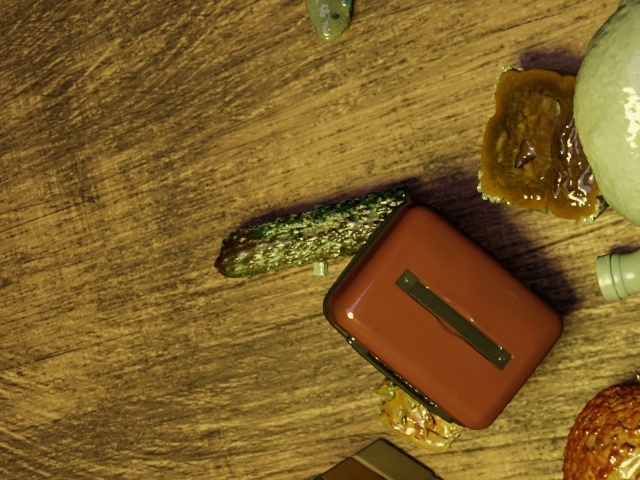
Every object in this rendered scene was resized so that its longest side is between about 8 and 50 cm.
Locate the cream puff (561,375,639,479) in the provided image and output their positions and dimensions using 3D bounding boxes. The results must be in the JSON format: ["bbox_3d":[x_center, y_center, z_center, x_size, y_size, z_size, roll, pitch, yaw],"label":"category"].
[{"bbox_3d":[0.466,0.346,1.344,0.350,0.228,0.350,13,109,40],"label":"cream puff"}]

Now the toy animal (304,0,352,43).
[{"bbox_3d":[0.013,-0.436,1.625,0.079,0.070,0.253,3,82,-8],"label":"toy animal"}]

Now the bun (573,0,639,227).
[{"bbox_3d":[0.477,-0.185,1.282,0.362,0.211,0.362,-5,110,-13],"label":"bun"}]

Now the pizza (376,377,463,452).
[{"bbox_3d":[0.181,0.229,1.586,0.147,0.069,0.226,44,112,19],"label":"pizza"}]

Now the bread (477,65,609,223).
[{"bbox_3d":[0.331,-0.140,1.455,0.192,0.110,0.210,16,101,26],"label":"bread"}]

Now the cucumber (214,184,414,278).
[{"bbox_3d":[-0.020,-0.006,1.629,0.359,0.096,0.096,-12,89,20],"label":"cucumber"}]

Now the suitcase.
[{"bbox_3d":[0.172,0.106,1.457,0.297,0.161,0.236,39,87,-6],"label":"suitcase"}]

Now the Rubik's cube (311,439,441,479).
[{"bbox_3d":[0.090,0.556,1.504,0.344,0.346,0.347,31,106,22],"label":"Rubik's cube"}]

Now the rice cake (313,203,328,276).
[{"bbox_3d":[0.000,0.000,1.683,0.022,0.021,0.121,2,97,22],"label":"rice cake"}]

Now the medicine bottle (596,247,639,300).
[{"bbox_3d":[0.494,0.032,1.398,0.216,0.090,0.090,-13,88,28],"label":"medicine bottle"}]
